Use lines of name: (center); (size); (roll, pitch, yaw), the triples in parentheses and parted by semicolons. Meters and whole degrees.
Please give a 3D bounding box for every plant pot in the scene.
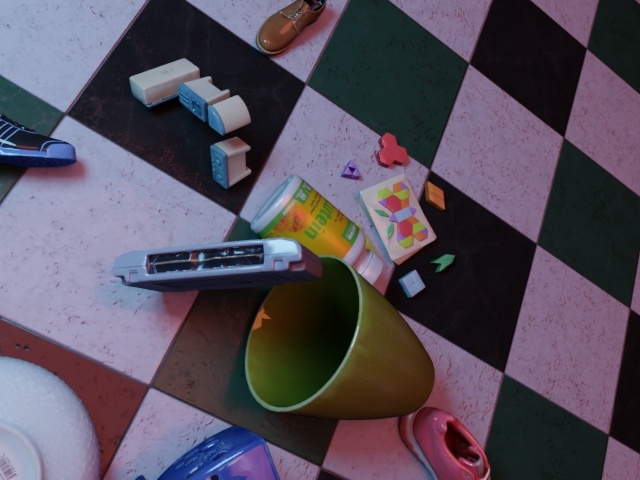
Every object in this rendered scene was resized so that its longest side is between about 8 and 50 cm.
plant pot: (0.064, 0.211, 1.062); (0.294, 0.275, 0.274); (33, 63, -35)
plant pot: (-0.165, 0.434, 0.884); (0.212, 0.236, 0.235); (-18, 85, -23)

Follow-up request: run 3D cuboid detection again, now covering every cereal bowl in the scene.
cereal bowl: (-0.472, 0.325, 0.802); (0.339, 0.141, 0.338); (7, 73, -24)

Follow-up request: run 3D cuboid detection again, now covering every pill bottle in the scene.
pill bottle: (0.000, 0.000, 1.132); (0.246, 0.136, 0.136); (40, 62, -13)

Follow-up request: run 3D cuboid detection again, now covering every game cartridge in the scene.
game cartridge: (-0.153, 0.045, 0.956); (0.295, 0.196, 0.060); (-5, 76, 9)

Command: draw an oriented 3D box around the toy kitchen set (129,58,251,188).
toy kitchen set: (-0.241, -0.212, 1.110); (0.122, 0.166, 0.207); (-31, 55, -31)

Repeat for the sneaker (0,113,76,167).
sneaker: (-0.515, -0.172, 0.945); (0.233, 0.081, 0.090); (3, 83, -25)

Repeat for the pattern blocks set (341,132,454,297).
pattern blocks set: (0.173, -0.053, 1.300); (0.285, 0.026, 0.324); (-42, 98, -29)

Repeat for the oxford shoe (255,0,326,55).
oxford shoe: (-0.061, -0.477, 1.266); (0.076, 0.076, 0.212); (45, 63, -12)

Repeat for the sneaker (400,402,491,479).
sneaker: (0.280, 0.460, 1.154); (0.116, 0.136, 0.313); (-37, 95, -29)
